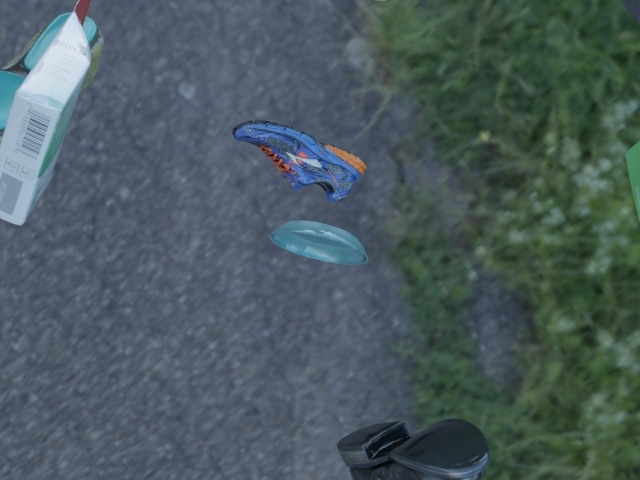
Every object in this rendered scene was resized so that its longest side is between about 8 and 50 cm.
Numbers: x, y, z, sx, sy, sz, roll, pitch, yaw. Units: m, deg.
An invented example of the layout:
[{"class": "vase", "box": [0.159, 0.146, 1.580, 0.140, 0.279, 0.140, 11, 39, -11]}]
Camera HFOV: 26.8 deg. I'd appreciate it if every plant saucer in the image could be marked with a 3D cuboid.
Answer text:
[{"class": "plant saucer", "box": [0.000, 0.000, 1.573, 0.119, 0.119, 0.021, 20, 75, -22]}]

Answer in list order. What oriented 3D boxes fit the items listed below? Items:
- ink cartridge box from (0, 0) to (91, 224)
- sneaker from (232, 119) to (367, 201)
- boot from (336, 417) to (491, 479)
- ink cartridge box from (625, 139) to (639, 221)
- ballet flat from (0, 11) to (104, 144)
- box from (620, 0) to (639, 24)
[{"class": "ink cartridge box", "box": [-0.276, -0.150, 1.423, 0.056, 0.181, 0.225, 27, 44, -4]}, {"class": "sneaker", "box": [-0.036, -0.123, 2.057, 0.221, 0.083, 0.087, 22, 89, -18]}, {"class": "boot", "box": [0.128, 0.316, 1.464, 0.091, 0.263, 0.229, -23, 97, -28]}, {"class": "ink cartridge box", "box": [0.417, -0.090, 1.252, 0.160, 0.219, 0.093, 10, 57, -20]}, {"class": "ballet flat", "box": [-0.414, -0.199, 1.892, 0.123, 0.123, 0.348, 40, 42, -7]}, {"class": "box", "box": [0.377, -0.276, 1.275, 0.184, 0.103, 0.261, -50, 127, 2]}]
